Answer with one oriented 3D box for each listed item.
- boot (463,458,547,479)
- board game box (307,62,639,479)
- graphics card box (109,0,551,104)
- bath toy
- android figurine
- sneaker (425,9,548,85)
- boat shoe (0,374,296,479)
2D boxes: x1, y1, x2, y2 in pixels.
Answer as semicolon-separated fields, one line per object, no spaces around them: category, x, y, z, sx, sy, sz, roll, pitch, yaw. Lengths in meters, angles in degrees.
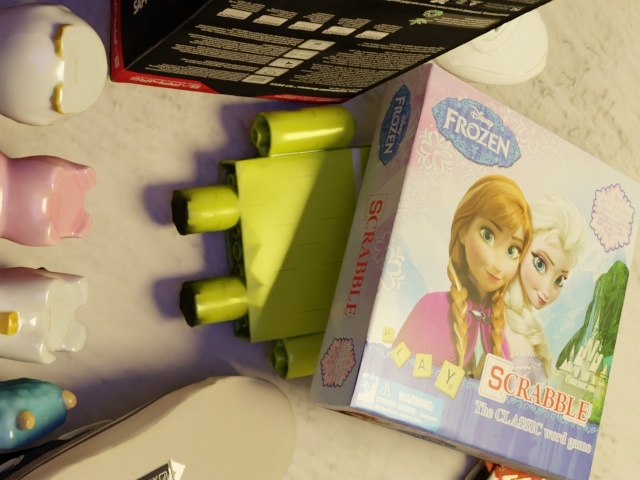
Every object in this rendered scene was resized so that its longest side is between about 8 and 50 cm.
boot;0.208;0.238;1.248;0.158;0.059;0.084;-45;106;-15
board game box;0.162;0.042;1.149;0.318;0.066;0.318;22;75;-35
graphics card box;0.000;-0.195;0.933;0.233;0.371;0.094;3;82;-26
bath toy;-0.261;-0.018;0.962;0.151;0.129;0.348;-1;99;-71
android figurine;0.000;0.000;1.126;0.273;0.056;0.248;-6;97;-24
sneaker;0.126;-0.227;1.100;0.305;0.152;0.114;33;85;-38
boat shoe;-0.176;0.193;1.029;0.340;0.158;0.127;-11;95;-54
